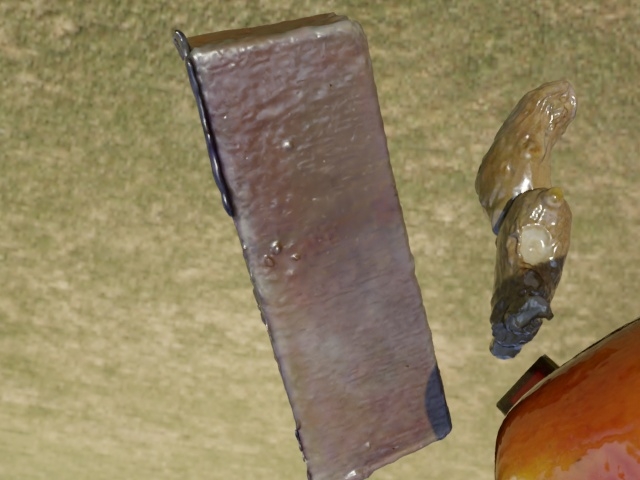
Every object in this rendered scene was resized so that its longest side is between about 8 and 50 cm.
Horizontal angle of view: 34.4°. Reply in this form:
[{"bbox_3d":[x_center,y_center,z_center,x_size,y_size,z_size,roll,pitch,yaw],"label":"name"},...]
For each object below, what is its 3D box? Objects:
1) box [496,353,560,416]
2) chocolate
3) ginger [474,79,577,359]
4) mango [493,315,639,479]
[{"bbox_3d":[0.253,0.200,0.803,0.153,0.074,0.240,45,-179,-27],"label":"box"},{"bbox_3d":[0.000,0.000,0.681,0.112,0.321,0.112,-18,-160,-6],"label":"chocolate"},{"bbox_3d":[0.185,-0.031,0.946,0.084,0.290,0.122,10,146,2],"label":"ginger"},{"bbox_3d":[0.204,0.061,0.391,0.289,0.129,0.146,-34,120,15],"label":"mango"}]
